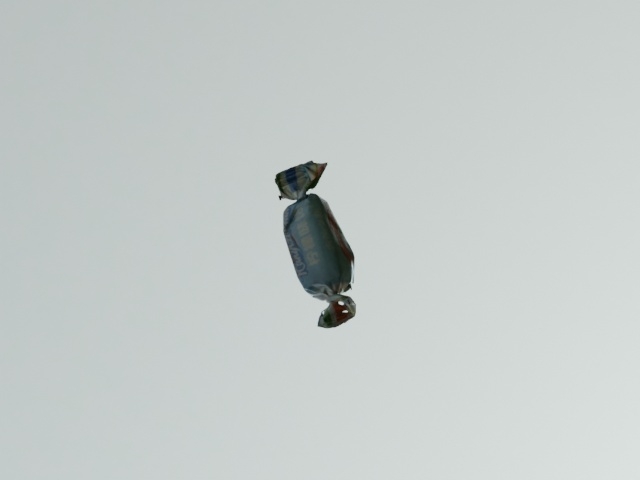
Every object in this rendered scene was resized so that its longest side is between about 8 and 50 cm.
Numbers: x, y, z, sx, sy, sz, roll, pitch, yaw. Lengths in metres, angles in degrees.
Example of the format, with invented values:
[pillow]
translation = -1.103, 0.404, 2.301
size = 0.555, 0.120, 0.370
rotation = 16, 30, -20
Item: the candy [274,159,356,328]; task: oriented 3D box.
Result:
[candy]
translation = 0.001, 0.000, 0.781
size = 0.020, 0.030, 0.083
rotation = 43, -156, -61
